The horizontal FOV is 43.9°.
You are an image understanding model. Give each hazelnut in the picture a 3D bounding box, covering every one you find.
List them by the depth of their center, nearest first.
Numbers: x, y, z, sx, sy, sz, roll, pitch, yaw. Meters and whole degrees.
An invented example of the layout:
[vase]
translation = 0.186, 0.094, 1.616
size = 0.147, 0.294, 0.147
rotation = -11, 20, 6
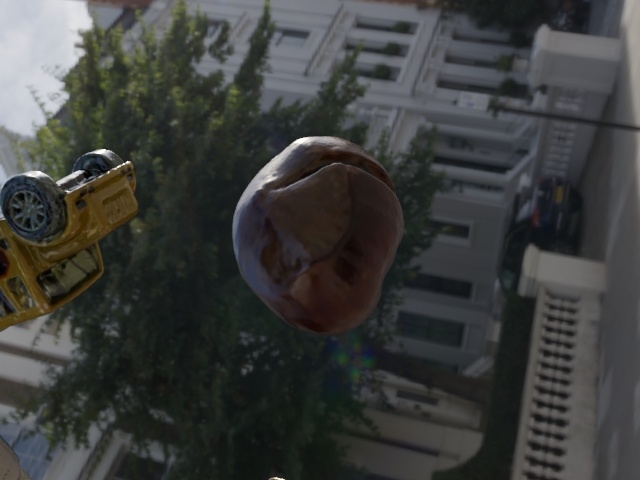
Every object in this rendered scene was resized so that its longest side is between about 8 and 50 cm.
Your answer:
[hazelnut]
translation = 0.000, 0.000, 0.804
size = 0.178, 0.178, 0.204
rotation = 86, 174, -48

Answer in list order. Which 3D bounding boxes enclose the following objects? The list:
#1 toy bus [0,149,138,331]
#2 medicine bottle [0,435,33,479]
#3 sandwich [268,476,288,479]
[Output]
[toy bus]
translation = -0.312, 0.025, 0.712
size = 0.123, 0.335, 0.121
rotation = 68, -159, -12
[medicine bottle]
translation = -0.227, 0.151, 0.520
size = 0.052, 0.052, 0.089
rotation = -68, -31, -41
[sandwich]
translation = 0.032, 0.216, 0.471
size = 0.079, 0.163, 0.113
rotation = -52, -54, -40
